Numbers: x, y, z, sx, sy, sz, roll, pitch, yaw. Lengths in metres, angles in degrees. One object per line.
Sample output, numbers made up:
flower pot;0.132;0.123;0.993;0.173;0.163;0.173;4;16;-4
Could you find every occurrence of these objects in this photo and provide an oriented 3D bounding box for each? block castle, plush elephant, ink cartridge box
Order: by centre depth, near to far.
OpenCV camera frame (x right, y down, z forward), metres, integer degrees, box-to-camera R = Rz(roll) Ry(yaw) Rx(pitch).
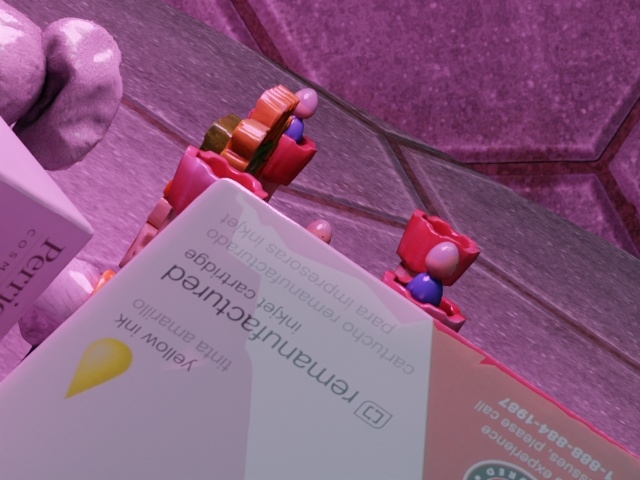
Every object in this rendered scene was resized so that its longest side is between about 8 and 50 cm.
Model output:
ink cartridge box;-0.062;0.196;0.852;0.279;0.160;0.384;35;55;14
plush elephant;-0.322;-0.115;1.551;0.272;0.255;0.330;21;19;-37
block castle;0.000;0.000;1.886;0.303;0.213;0.453;32;12;1

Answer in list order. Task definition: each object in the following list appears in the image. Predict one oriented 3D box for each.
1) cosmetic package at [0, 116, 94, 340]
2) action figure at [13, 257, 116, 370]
cosmetic package;-0.370;-0.046;1.103;0.161;0.230;0.453;45;6;37
action figure;-0.096;0.116;1.442;0.330;0.178;0.341;39;16;-14
